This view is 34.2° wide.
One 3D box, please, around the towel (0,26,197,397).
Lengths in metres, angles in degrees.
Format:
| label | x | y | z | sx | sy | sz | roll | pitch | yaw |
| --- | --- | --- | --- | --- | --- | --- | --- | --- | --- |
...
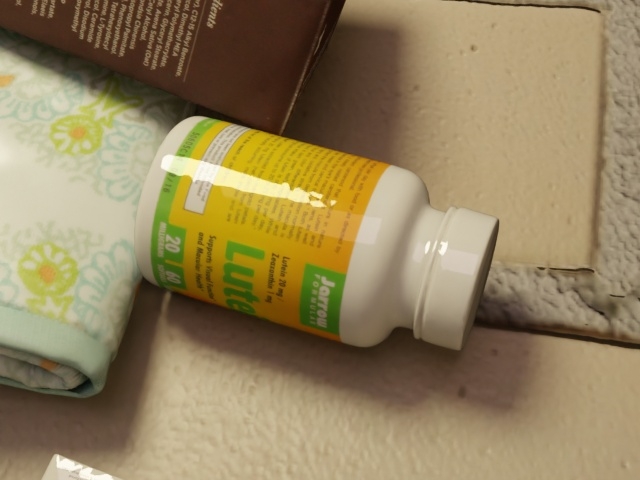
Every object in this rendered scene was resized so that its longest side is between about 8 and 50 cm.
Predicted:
| label | x | y | z | sx | sy | sz | roll | pitch | yaw |
| --- | --- | --- | --- | --- | --- | --- | --- | --- | --- |
| towel | -0.303 | -0.072 | 0.798 | 0.375 | 0.090 | 0.320 | 18 | 58 | -9 |

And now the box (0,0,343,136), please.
| label | x | y | z | sx | sy | sz | roll | pitch | yaw |
| --- | --- | --- | --- | --- | --- | --- | --- | --- | --- |
| box | -0.166 | -0.246 | 0.840 | 0.382 | 0.143 | 0.191 | 21 | 36 | 1 |

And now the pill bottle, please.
| label | x | y | z | sx | sy | sz | roll | pitch | yaw |
| --- | --- | --- | --- | --- | --- | --- | --- | --- | --- |
| pill bottle | 0.000 | 0.000 | 0.773 | 0.246 | 0.136 | 0.136 | 16 | 63 | 13 |

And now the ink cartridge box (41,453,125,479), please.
| label | x | y | z | sx | sy | sz | roll | pitch | yaw |
| --- | --- | --- | --- | --- | --- | --- | --- | --- | --- |
| ink cartridge box | -0.169 | 0.224 | 0.682 | 0.056 | 0.099 | 0.135 | 17 | 64 | 13 |
